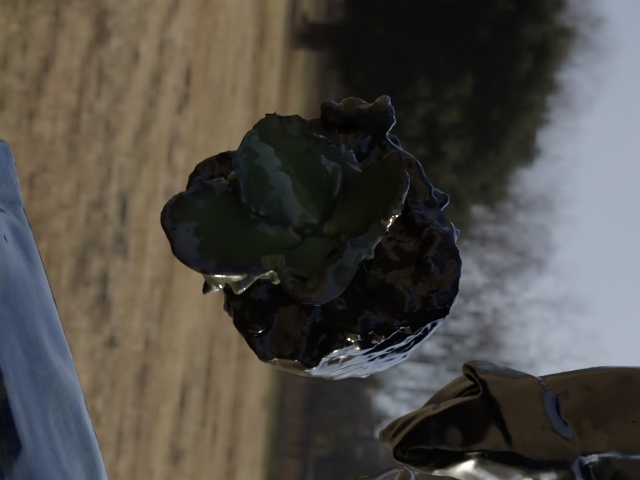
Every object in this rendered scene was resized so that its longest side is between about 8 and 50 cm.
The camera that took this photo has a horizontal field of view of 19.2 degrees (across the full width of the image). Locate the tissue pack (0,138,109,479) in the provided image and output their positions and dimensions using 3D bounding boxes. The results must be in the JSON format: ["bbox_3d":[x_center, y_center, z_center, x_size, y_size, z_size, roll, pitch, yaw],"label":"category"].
[{"bbox_3d":[-0.190,0.151,0.923,0.288,0.124,0.394,-24,97,-77],"label":"tissue pack"}]

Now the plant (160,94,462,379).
[{"bbox_3d":[0.000,0.000,0.992,0.203,0.142,0.131,72,-1,-77],"label":"plant"}]

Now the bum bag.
[{"bbox_3d":[0.193,0.107,0.985,0.144,0.340,0.095,-25,115,-69],"label":"bum bag"}]

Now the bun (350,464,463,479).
[{"bbox_3d":[0.037,0.171,0.915,0.173,0.173,0.120,91,-17,-77],"label":"bun"}]
